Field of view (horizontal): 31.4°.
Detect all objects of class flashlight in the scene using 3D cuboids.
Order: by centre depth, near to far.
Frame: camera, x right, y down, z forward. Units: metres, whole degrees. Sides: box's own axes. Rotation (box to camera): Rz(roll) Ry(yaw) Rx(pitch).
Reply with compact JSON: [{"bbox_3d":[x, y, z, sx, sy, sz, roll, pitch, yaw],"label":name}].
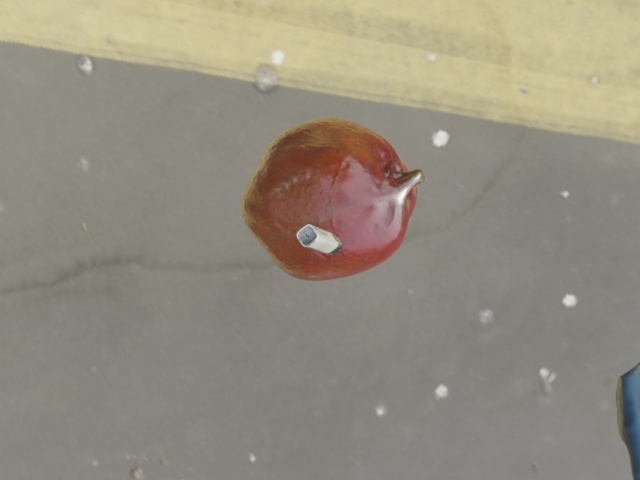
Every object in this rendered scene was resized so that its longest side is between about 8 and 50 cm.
[{"bbox_3d":[0.000,0.000,1.086,0.018,0.018,0.083,-36,165,10],"label":"flashlight"}]

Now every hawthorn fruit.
[{"bbox_3d":[0.019,-0.063,1.956,0.295,0.311,0.295,-13,116,-28],"label":"hawthorn fruit"}]

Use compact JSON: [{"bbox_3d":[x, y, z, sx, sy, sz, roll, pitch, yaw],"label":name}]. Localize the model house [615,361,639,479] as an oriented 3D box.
[{"bbox_3d":[0.498,0.202,1.203,0.303,0.216,0.237,9,147,-18],"label":"model house"}]
